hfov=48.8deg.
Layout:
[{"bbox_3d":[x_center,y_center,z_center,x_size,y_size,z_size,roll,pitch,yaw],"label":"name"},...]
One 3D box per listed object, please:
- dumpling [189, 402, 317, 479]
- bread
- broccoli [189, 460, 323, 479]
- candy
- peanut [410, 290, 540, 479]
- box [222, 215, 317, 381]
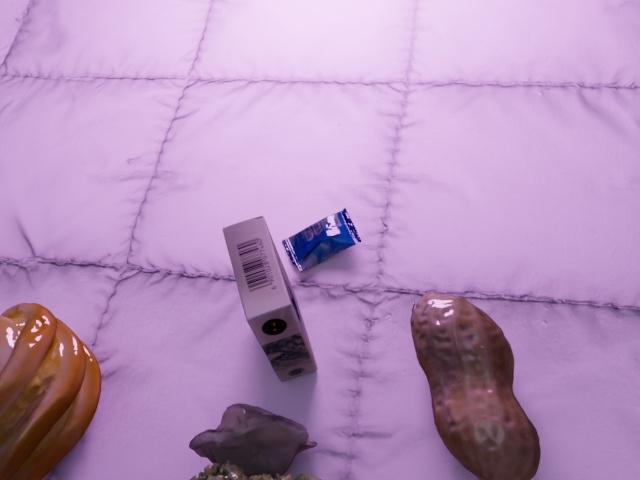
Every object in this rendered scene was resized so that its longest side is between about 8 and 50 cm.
[{"bbox_3d":[-0.104,0.305,1.077,0.199,0.136,0.118,-4,51,-4],"label":"dumpling"},{"bbox_3d":[-0.486,0.258,1.107,0.211,0.270,0.315,28,61,8],"label":"bread"},{"bbox_3d":[-0.066,0.424,0.938,0.260,0.288,0.235,-31,15,-21],"label":"broccoli"},{"bbox_3d":[0.000,0.000,1.292,0.136,0.038,0.088,-28,55,5],"label":"candy"},{"bbox_3d":[0.229,0.220,1.065,0.149,0.149,0.313,-13,58,2],"label":"peanut"},{"bbox_3d":[-0.076,0.099,1.117,0.069,0.256,0.164,-18,58,-2],"label":"box"}]
